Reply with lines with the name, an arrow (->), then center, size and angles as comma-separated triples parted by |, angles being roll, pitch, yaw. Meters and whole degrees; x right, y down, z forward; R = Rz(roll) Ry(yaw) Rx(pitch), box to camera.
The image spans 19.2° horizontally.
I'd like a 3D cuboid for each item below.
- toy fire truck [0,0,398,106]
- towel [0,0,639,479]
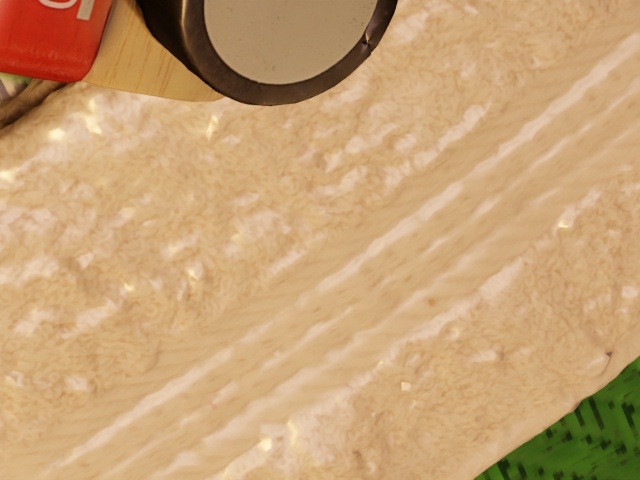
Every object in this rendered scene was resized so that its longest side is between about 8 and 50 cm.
toy fire truck -> -0.098, -0.159, 0.397 | 0.246, 0.158, 0.217 | 6, 115, -33
towel -> 0.000, 0.000, 0.552 | 0.282, 0.049, 0.187 | -37, 122, 2
